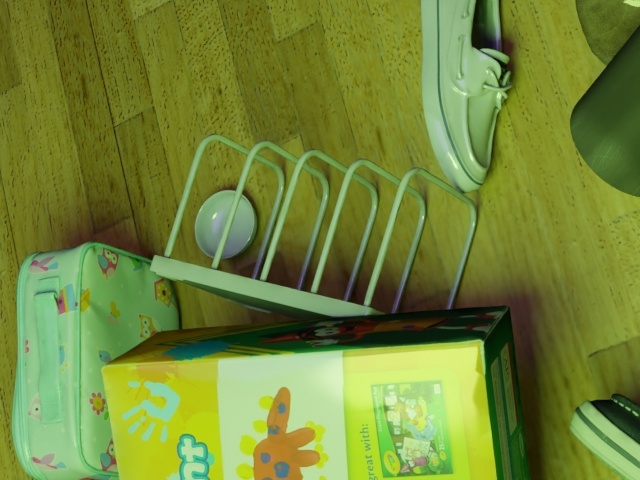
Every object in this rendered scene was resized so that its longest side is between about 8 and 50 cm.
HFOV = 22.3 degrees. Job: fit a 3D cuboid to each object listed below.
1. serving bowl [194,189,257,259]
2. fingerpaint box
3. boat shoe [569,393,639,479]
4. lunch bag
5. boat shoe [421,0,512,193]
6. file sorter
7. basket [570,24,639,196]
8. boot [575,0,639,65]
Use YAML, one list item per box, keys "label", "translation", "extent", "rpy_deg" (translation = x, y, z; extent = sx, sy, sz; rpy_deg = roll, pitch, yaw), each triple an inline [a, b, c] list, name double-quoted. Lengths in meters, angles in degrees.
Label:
- label: "serving bowl"
  translation: [-0.107, -0.016, 1.916]
  extent: [0.083, 0.027, 0.083]
  rpy_deg: [-7, 75, 28]
- label: "fingerpaint box"
  translation: [0.016, 0.302, 1.564]
  extent: [0.371, 0.163, 0.444]
  rpy_deg: [-6, 99, 17]
- label: "boat shoe"
  translation: [0.462, 0.230, 1.437]
  extent: [0.500, 0.187, 0.156]
  rpy_deg: [21, 84, 28]
- label: "lunch bag"
  translation: [-0.257, 0.141, 1.853]
  extent: [0.108, 0.224, 0.279]
  rpy_deg: [-11, 74, 28]
- label: "boat shoe"
  translation: [0.163, -0.181, 1.756]
  extent: [0.084, 0.095, 0.258]
  rpy_deg: [-15, 72, 32]
- label: "file sorter"
  translation: [0.000, 0.000, 1.755]
  extent: [0.278, 0.193, 0.173]
  rpy_deg: [12, 82, 32]
- label: "basket"
  translation: [0.353, -0.154, 1.561]
  extent: [0.154, 0.204, 0.227]
  rpy_deg: [48, 136, 8]
- label: "boot"
  translation: [0.410, -0.247, 1.643]
  extent: [0.305, 0.112, 0.115]
  rpy_deg: [-6, 106, 25]
